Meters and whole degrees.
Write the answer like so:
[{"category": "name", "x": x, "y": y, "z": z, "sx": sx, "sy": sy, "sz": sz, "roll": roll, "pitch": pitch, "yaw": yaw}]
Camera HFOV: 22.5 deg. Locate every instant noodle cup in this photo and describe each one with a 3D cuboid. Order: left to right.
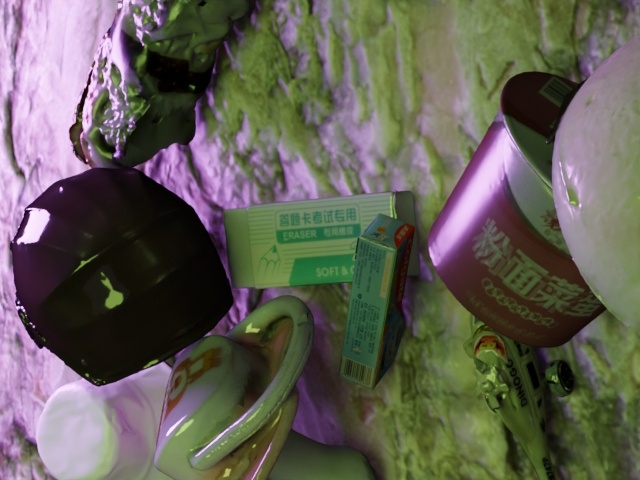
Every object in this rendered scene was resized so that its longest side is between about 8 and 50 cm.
[{"category": "instant noodle cup", "x": 0.225, "y": -0.020, "z": 1.542, "sx": 0.235, "sy": 0.234, "sz": 0.178, "roll": 50, "pitch": 126, "yaw": 21}]

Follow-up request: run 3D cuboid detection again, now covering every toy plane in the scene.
[{"category": "toy plane", "x": 0.211, "y": 0.190, "z": 1.629, "sx": 0.092, "sy": 0.108, "sz": 0.286, "roll": -18, "pitch": 95, "yaw": 30}]

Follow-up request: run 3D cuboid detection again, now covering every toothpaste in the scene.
[{"category": "toothpaste", "x": 0.062, "y": 0.060, "z": 1.692, "sx": 0.044, "sy": 0.070, "sz": 0.193, "roll": 21, "pitch": 129, "yaw": 17}]

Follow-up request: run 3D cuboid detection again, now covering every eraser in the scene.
[{"category": "eraser", "x": 0.000, "y": 0.000, "z": 1.776, "sx": 0.225, "sy": 0.052, "sz": 0.096, "roll": -5, "pitch": 92, "yaw": 32}]

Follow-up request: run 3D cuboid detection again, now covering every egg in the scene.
[{"category": "egg", "x": 0.370, "y": -0.056, "z": 1.357, "sx": 0.337, "sy": 0.337, "sz": 0.201, "roll": 62, "pitch": 155, "yaw": 15}]

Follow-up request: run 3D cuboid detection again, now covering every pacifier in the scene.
[{"category": "pacifier", "x": -0.072, "y": 0.212, "z": 1.728, "sx": 0.220, "sy": 0.332, "sz": 0.273, "roll": -16, "pitch": 118, "yaw": 10}]

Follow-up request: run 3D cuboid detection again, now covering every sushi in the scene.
[{"category": "sushi", "x": -0.178, "y": -0.216, "z": 1.840, "sx": 0.130, "sy": 0.124, "sz": 0.332, "roll": 38, "pitch": 113, "yaw": 37}]

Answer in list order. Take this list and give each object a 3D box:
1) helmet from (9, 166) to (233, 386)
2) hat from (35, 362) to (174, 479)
[{"category": "helmet", "x": -0.245, "y": 0.011, "z": 1.795, "sx": 0.305, "sy": 0.225, "sz": 0.177, "roll": 32, "pitch": 151, "yaw": 45}, {"category": "hat", "x": -0.256, "y": 0.226, "z": 1.902, "sx": 0.203, "sy": 0.126, "sz": 0.203, "roll": -2, "pitch": 86, "yaw": 33}]
